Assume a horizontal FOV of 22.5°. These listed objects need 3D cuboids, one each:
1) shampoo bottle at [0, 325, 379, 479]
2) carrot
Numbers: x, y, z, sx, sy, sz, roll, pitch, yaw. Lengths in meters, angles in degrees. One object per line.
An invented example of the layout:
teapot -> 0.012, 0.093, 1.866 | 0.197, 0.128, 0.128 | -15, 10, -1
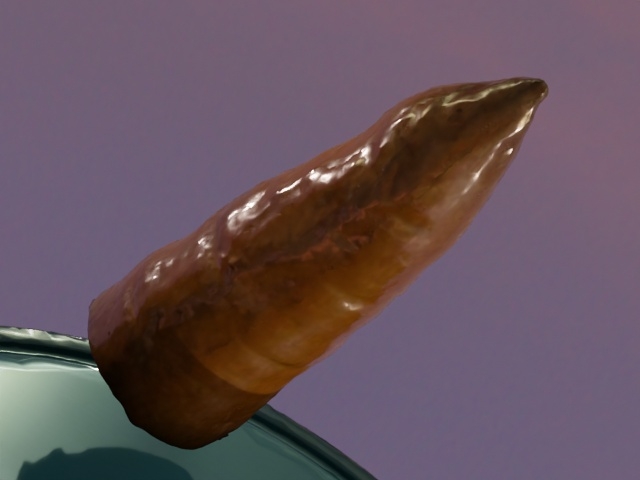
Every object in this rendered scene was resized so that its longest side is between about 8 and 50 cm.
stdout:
shampoo bottle -> -0.129, 0.264, 0.586 | 0.331, 0.343, 0.331 | 20, -153, -11
carrot -> 0.000, 0.000, 0.536 | 0.072, 0.205, 0.072 | 26, -135, -29
